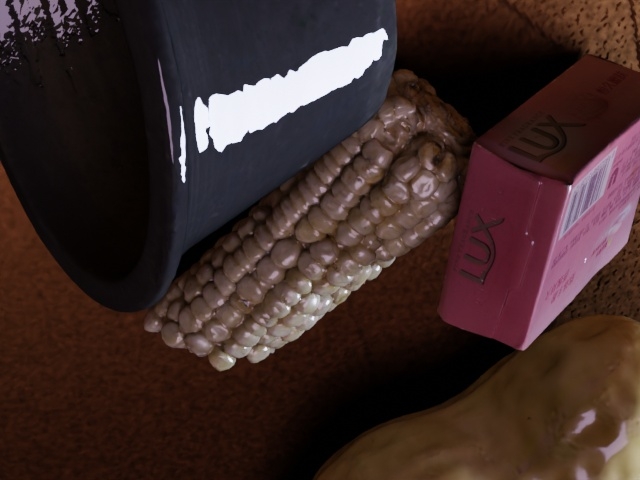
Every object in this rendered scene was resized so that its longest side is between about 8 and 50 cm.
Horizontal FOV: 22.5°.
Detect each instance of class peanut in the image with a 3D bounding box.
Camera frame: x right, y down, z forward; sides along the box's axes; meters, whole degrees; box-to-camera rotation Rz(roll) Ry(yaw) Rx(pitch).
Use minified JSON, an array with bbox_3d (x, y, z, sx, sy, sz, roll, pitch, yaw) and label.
[{"bbox_3d":[0.089,0.158,0.987,0.319,0.147,0.147,-37,126,15],"label":"peanut"}]

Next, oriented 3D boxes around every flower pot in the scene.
[{"bbox_3d":[-0.062,-0.102,0.731,0.148,0.235,0.235,-20,131,-27],"label":"flower pot"}]

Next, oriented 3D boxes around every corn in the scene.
[{"bbox_3d":[0.000,0.000,0.882,0.087,0.087,0.211,32,113,-32],"label":"corn"}]

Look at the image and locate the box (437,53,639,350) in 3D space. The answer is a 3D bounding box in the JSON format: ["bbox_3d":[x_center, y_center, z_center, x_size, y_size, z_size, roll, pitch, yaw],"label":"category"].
[{"bbox_3d":[0.127,-0.023,0.867,0.156,0.060,0.111,-35,143,-49],"label":"box"}]
